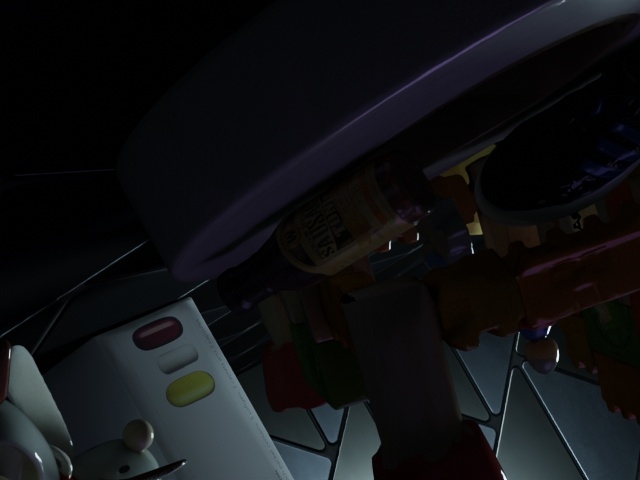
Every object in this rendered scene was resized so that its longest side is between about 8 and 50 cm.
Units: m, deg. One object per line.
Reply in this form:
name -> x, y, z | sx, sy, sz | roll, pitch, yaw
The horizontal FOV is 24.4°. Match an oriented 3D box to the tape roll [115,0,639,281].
tape roll -> 0.071, -0.100, 0.828 | 0.392, 0.072, 0.392 | -29, 174, -3

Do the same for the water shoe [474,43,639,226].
water shoe -> 0.179, -0.083, 0.910 | 0.203, 0.073, 0.080 | -29, 146, 7

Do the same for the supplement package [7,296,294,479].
supplement package -> -0.168, 0.226, 1.447 | 0.204, 0.262, 0.145 | -35, 173, 38

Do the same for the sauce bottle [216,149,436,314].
sauce bottle -> 0.000, 0.000, 0.775 | 0.128, 0.042, 0.042 | -34, 172, 25

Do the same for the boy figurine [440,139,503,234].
boy figurine -> 0.171, -0.062, 1.497 | 0.177, 0.092, 0.285 | -32, 172, 26

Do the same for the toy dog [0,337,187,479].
toy dog -> -0.215, 0.147, 1.116 | 0.161, 0.220, 0.333 | -62, 178, 6

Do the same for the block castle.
block castle -> 0.127, 0.073, 1.113 | 0.303, 0.213, 0.453 | -18, -170, -11
